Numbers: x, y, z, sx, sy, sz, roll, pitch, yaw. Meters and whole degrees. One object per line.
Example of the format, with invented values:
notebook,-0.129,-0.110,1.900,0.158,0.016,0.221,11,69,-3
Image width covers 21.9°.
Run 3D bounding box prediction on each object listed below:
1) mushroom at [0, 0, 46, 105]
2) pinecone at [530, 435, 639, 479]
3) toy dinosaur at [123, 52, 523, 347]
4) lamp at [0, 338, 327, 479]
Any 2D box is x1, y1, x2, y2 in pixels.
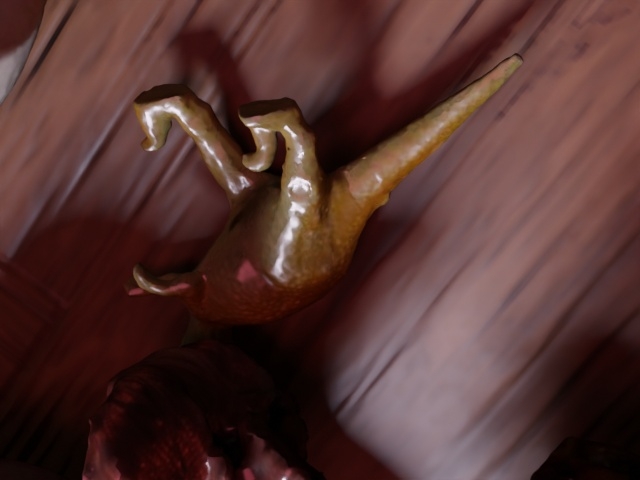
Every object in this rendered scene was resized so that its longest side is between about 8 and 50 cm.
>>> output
mushroom,-0.193,-0.054,0.595,0.225,0.093,0.116,-34,85,37
pinecone,0.089,0.184,0.541,0.221,0.221,0.221,7,115,15
toy dinosaur,0.000,0.000,0.584,0.162,0.039,0.126,-4,122,17
lamp,-0.111,0.140,0.626,0.223,0.151,0.215,-7,112,-7
